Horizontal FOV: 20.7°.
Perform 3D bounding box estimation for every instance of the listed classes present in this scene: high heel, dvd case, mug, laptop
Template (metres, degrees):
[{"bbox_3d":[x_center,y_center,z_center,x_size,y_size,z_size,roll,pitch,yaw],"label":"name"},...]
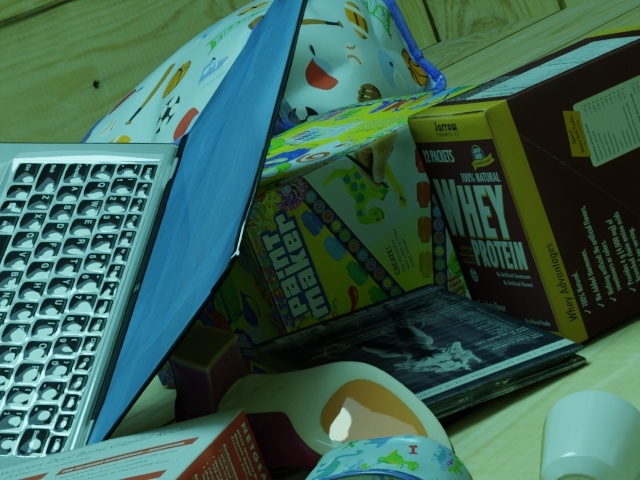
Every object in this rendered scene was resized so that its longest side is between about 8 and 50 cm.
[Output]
[{"bbox_3d":[-0.006,0.141,1.190,0.244,0.117,0.082,15,47,32],"label":"high heel"},{"bbox_3d":[0.067,0.085,1.301,0.164,0.018,0.221,-18,17,-22],"label":"dvd case"},{"bbox_3d":[0.146,0.131,0.967,0.062,0.078,0.064,15,29,11],"label":"mug"},{"bbox_3d":[-0.209,-0.031,1.314,0.408,0.236,0.382,1,42,11],"label":"laptop"}]

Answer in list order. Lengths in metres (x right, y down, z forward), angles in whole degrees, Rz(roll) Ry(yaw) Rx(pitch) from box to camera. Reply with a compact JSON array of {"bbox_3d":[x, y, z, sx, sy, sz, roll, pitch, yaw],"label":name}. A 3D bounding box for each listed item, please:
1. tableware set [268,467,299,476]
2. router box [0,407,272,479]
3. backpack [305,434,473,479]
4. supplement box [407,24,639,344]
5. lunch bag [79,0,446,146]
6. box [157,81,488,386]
[{"bbox_3d":[0.006,0.134,1.287,0.154,0.024,0.104,-21,10,-1],"label":"tableware set"},{"bbox_3d":[-0.228,0.229,1.087,0.335,0.082,0.301,-16,11,25],"label":"router box"},{"bbox_3d":[0.035,0.157,0.846,0.105,0.114,0.084,-14,12,28],"label":"backpack"},{"bbox_3d":[0.203,-0.044,1.343,0.194,0.191,0.129,-24,11,-20],"label":"supplement box"},{"bbox_3d":[-0.086,-0.120,1.940,0.328,0.239,0.385,-31,4,31],"label":"lunch bag"},{"bbox_3d":[0.000,0.000,1.563,0.279,0.177,0.290,-26,12,-27],"label":"box"}]
